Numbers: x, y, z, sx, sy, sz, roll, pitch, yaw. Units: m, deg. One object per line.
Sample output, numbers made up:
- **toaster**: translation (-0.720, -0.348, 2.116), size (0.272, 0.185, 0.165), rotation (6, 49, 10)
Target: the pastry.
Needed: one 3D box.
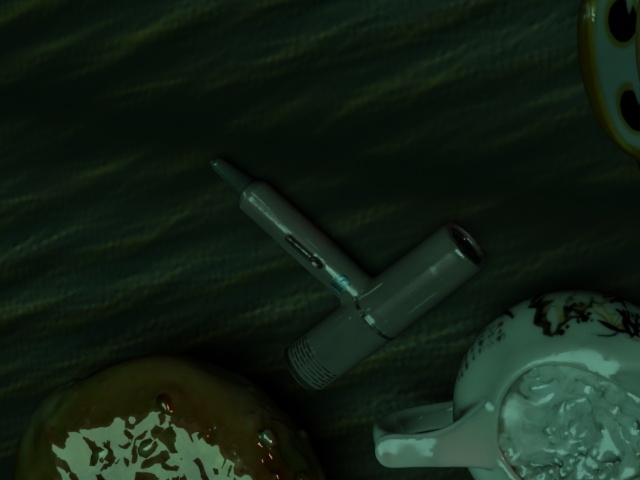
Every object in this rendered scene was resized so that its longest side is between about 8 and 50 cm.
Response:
- **pastry**: translation (-0.123, 0.248, 1.464), size (0.284, 0.184, 0.316), rotation (-23, 94, 11)

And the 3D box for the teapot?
- **teapot**: translation (0.192, 0.151, 1.355), size (0.299, 0.166, 0.208), rotation (-10, 111, 11)

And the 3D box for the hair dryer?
- **hair dryer**: translation (0.007, -0.009, 1.439), size (0.195, 0.053, 0.220), rotation (-38, 82, 22)

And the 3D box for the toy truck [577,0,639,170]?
- **toy truck**: translation (0.328, -0.147, 1.205), size (0.288, 0.211, 0.204), rotation (-6, 99, 16)
